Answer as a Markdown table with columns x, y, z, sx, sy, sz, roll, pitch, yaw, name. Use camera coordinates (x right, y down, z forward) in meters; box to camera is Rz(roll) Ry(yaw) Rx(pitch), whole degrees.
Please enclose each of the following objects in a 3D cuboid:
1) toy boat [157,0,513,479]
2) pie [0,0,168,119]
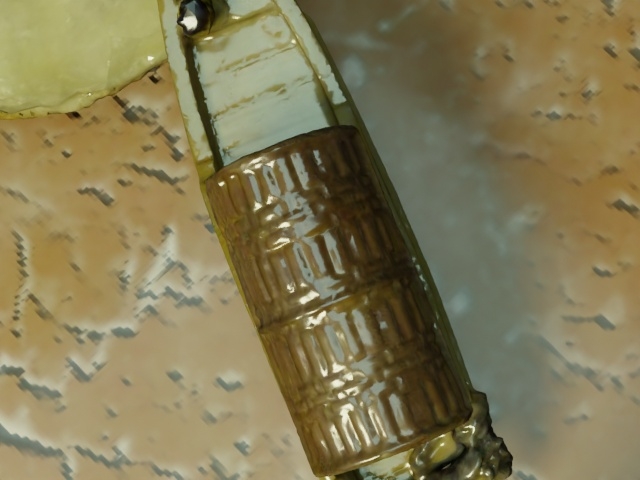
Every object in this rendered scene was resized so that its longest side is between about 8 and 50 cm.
| x | y | z | sx | sy | sz | roll | pitch | yaw | name |
| --- | --- | --- | --- | --- | --- | --- | --- | --- | --- |
| 0.000 | 0.000 | 0.508 | 0.068 | 0.088 | 0.226 | -22 | 87 | 3 | toy boat |
| -0.143 | -0.198 | 0.577 | 0.315 | 0.092 | 0.315 | -1 | 75 | 4 | pie |
